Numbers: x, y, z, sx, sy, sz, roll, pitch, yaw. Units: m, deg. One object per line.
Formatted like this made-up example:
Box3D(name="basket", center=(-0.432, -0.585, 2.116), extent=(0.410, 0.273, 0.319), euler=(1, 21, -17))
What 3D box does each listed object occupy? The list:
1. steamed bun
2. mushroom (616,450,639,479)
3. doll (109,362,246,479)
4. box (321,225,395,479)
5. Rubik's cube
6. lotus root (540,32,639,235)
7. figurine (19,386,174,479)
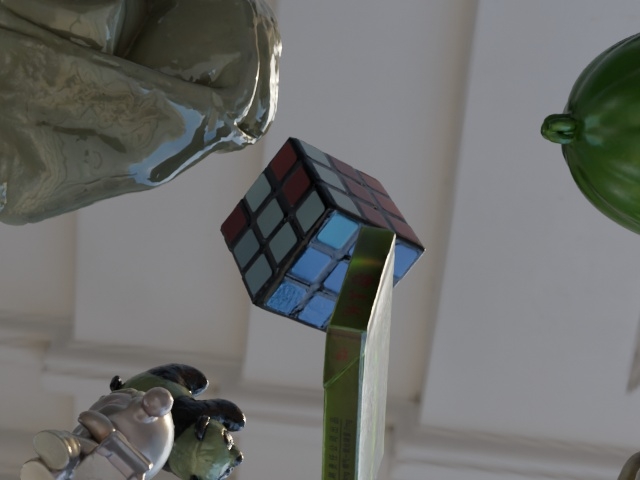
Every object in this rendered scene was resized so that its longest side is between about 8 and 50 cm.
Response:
Box3D(name="steamed bun", center=(-0.235, -0.193, 1.299), extent=(0.368, 0.255, 0.342), euler=(-24, -156, -17))
Box3D(name="mushroom", center=(0.394, 0.283, 1.222), extent=(0.298, 0.297, 0.290), euler=(-5, -167, -23))
Box3D(name="doll", center=(-0.211, 0.281, 1.854), extent=(0.234, 0.143, 0.135), euler=(37, -167, 29))
Box3D(name="box", center=(0.038, 0.160, 1.286), extent=(0.043, 0.311, 0.173), euler=(8, -145, 9))
Box3D(name="Rubik's cube", center=(0.000, 0.000, 1.520), extent=(0.161, 0.162, 0.163), euler=(25, -155, -37))
Box3D(name="lotus root", center=(0.227, -0.074, 0.836), extent=(0.186, 0.186, 0.186), euler=(5, -155, -2))
Box3D(name="figurine", center=(-0.250, 0.254, 1.535), extent=(0.145, 0.182, 0.256), euler=(27, -163, 5))
